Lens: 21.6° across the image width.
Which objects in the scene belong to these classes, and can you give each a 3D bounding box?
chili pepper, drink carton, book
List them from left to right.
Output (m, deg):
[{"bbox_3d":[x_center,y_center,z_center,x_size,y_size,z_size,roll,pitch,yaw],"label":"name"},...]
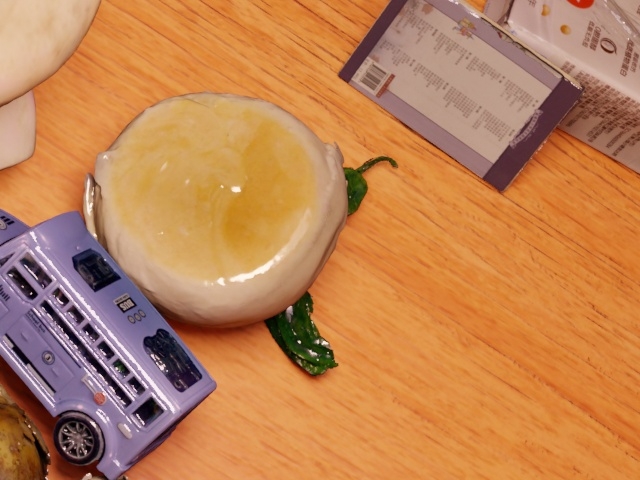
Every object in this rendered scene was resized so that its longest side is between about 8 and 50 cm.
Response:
[{"bbox_3d":[0.000,0.000,1.764,0.122,0.065,0.279,30,63,-18],"label":"chili pepper"},{"bbox_3d":[0.155,-0.176,1.850,0.231,0.157,0.026,35,32,-4],"label":"book"},{"bbox_3d":[0.341,-0.217,1.943,0.324,0.132,0.194,28,61,-10],"label":"drink carton"}]

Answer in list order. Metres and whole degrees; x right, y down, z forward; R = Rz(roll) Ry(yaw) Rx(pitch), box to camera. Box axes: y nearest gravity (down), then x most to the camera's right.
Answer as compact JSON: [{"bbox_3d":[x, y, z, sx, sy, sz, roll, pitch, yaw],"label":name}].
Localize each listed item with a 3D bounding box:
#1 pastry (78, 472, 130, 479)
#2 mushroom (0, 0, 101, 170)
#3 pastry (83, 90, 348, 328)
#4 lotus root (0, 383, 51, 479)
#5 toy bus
[{"bbox_3d":[-0.199,0.293,1.554,0.165,0.088,0.166,7,68,-18],"label":"pastry"},{"bbox_3d":[-0.362,-0.219,1.522,0.353,0.325,0.353,-1,96,-10],"label":"mushroom"},{"bbox_3d":[-0.101,-0.033,1.668,0.264,0.133,0.265,-1,69,3],"label":"pastry"},{"bbox_3d":[-0.330,0.291,1.433,0.179,0.196,0.398,8,77,0],"label":"lotus root"},{"bbox_3d":[-0.238,0.073,1.577,0.292,0.133,0.125,49,23,4],"label":"toy bus"}]
